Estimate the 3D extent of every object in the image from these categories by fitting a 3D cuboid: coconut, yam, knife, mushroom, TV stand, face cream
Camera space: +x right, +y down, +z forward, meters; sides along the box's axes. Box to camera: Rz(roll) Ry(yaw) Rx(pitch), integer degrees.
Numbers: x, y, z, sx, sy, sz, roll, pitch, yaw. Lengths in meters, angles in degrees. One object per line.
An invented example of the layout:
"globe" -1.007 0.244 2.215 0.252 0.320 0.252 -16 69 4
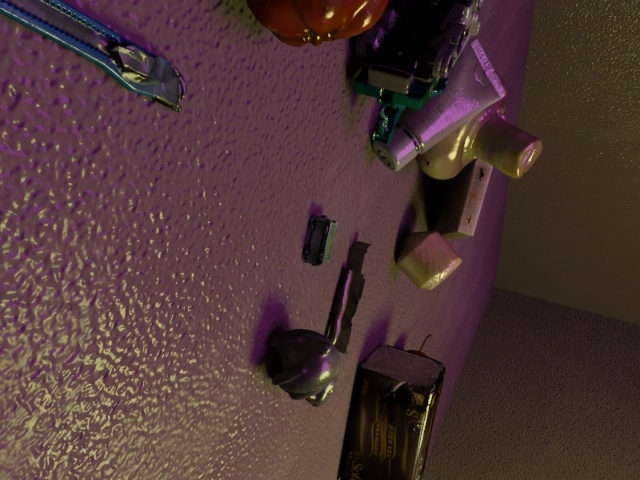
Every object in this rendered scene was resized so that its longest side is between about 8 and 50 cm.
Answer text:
"coconut" 0.281 0.044 1.545 0.147 0.152 0.147 -40 167 -12
"yam" 0.033 0.171 1.217 0.029 0.027 0.234 8 97 -70
"knife" -0.202 -0.171 0.494 0.044 0.026 0.297 -64 158 5
"mushroom" 0.378 -0.256 1.375 0.292 0.290 0.292 -46 158 -25
"TV stand" 0.066 0.126 1.252 0.042 0.036 0.248 -12 115 -65
"face cream" 0.247 -0.268 1.197 0.314 0.089 0.143 -40 111 -7

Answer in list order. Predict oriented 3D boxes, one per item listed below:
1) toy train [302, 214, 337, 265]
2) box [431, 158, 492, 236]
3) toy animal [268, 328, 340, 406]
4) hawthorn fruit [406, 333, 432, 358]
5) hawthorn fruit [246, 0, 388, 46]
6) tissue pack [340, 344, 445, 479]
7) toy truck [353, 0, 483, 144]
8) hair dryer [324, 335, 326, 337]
"toy train" 0.000 0.000 1.031 0.056 0.038 0.093 -7 110 -71
"box" 0.393 -0.104 1.655 0.365 0.051 0.204 113 -7 -87
"toy animal" -0.007 0.241 1.037 0.236 0.138 0.107 51 29 -50
"hawthorn fruit" 0.309 0.380 1.815 0.165 0.166 0.285 81 28 -43
"hawthorn fruit" -0.005 -0.318 0.666 0.189 0.189 0.189 -44 142 -50
"tissue pack" 0.194 0.496 1.559 0.198 0.210 0.369 -29 128 -67
"toy truck" 0.180 -0.357 1.071 0.363 0.177 0.177 -59 161 -31
"hair dryer" -0.004 0.226 1.176 0.083 0.031 0.078 -42 152 -64
